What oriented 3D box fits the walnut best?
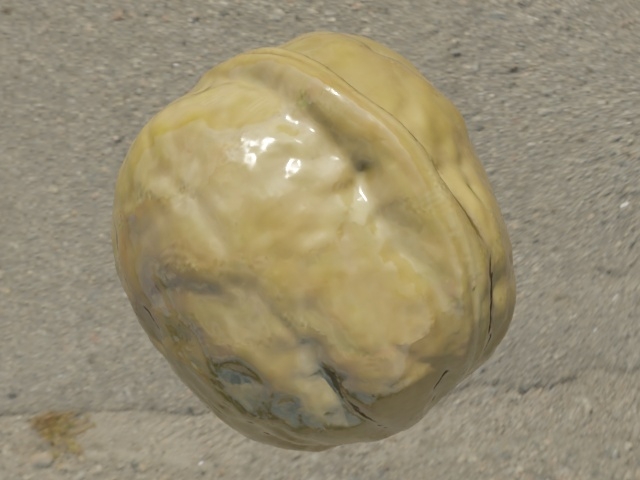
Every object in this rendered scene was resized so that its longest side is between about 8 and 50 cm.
[{"bbox_3d":[0.000,0.000,1.046,0.381,0.381,0.381,3,98,20],"label":"walnut"}]
